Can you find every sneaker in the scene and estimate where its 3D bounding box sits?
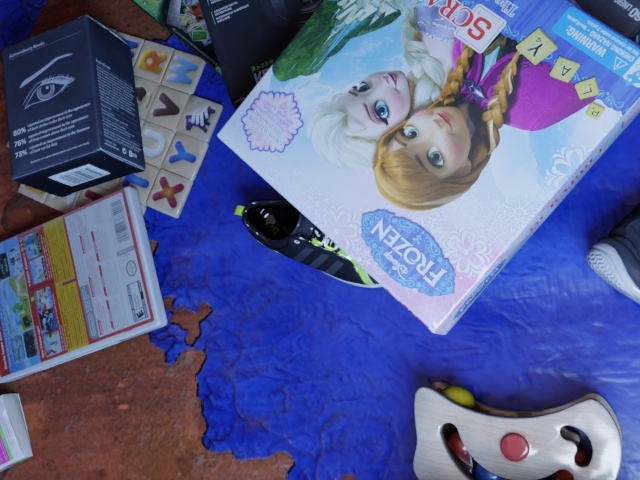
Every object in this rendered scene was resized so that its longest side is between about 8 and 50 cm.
[{"bbox_3d":[0.416,0.031,0.729,0.268,0.101,0.153,34,96,25],"label":"sneaker"},{"bbox_3d":[0.000,0.000,0.898,0.234,0.097,0.084,13,85,22],"label":"sneaker"}]

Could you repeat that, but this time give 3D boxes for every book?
[{"bbox_3d":[-0.489,0.293,1.066,0.144,0.035,0.096,-27,75,15],"label":"book"}]

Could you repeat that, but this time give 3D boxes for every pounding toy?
[{"bbox_3d":[0.215,0.218,0.743,0.269,0.155,0.154,21,92,23],"label":"pounding toy"}]

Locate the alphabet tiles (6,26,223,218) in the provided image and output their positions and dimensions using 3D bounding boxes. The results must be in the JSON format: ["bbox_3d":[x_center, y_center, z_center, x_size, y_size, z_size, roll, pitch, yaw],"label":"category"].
[{"bbox_3d":[-0.313,-0.167,1.096,0.342,0.011,0.285,22,89,23],"label":"alphabet tiles"}]

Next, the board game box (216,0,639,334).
[{"bbox_3d":[0.105,-0.128,0.743,0.318,0.066,0.318,42,97,21],"label":"board game box"}]

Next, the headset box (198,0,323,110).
[{"bbox_3d":[-0.020,-0.312,0.927,0.246,0.131,0.283,-20,75,8],"label":"headset box"}]

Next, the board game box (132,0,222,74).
[{"bbox_3d":[-0.187,-0.362,1.071,0.259,0.030,0.136,42,95,22],"label":"board game box"}]

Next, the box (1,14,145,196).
[{"bbox_3d":[-0.349,-0.186,1.048,0.153,0.108,0.207,-14,75,18],"label":"box"}]

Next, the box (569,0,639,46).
[{"bbox_3d":[0.209,-0.167,0.824,0.270,0.143,0.165,-48,68,7],"label":"box"}]

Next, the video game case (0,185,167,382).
[{"bbox_3d":[-0.362,0.066,1.056,0.285,0.025,0.204,-20,76,17],"label":"video game case"}]
